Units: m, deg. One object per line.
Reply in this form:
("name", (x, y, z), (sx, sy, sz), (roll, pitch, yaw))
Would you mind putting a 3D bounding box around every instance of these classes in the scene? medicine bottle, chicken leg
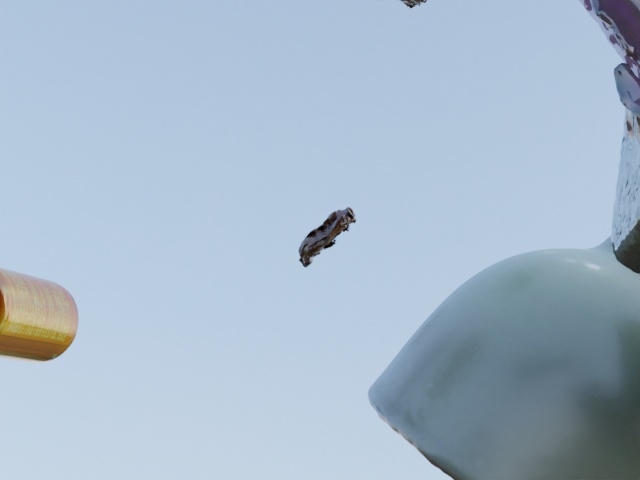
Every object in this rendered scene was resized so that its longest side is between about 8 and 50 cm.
("medicine bottle", (-0.343, 0.077, 1.304), (0.096, 0.096, 0.192), (-12, -13, 17))
("chicken leg", (0.000, 0.000, 1.030), (0.021, 0.036, 0.083), (49, -53, 7))

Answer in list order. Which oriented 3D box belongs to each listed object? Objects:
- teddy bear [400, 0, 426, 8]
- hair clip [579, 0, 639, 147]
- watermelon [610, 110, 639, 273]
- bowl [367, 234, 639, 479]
("teddy bear", (0.045, -0.233, 0.995), (0.160, 0.078, 0.119), (27, -34, -28))
("hair clip", (0.071, -0.133, 0.376), (0.110, 0.359, 0.095), (-42, -38, 10))
("watermelon", (0.234, -0.073, 0.579), (0.258, 0.387, 0.228), (-38, -8, 26))
("bowl", (0.223, 0.108, 0.784), (0.354, 0.354, 0.185), (29, -88, -32))
